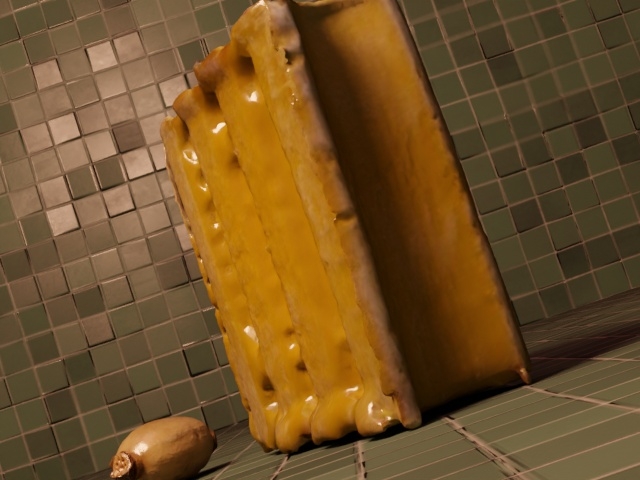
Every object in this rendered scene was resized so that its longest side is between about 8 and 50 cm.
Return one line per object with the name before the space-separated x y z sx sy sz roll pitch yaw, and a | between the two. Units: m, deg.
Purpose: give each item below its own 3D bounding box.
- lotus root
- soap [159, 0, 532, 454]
lotus root | -0.147 0.197 1.032 0.073 0.062 0.150 -22 -8 25
soap | 0.000 0.000 0.925 0.156 0.335 0.293 -15 -11 -24
